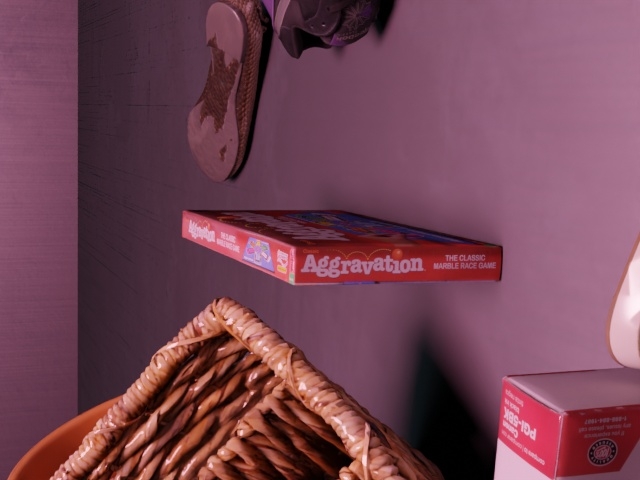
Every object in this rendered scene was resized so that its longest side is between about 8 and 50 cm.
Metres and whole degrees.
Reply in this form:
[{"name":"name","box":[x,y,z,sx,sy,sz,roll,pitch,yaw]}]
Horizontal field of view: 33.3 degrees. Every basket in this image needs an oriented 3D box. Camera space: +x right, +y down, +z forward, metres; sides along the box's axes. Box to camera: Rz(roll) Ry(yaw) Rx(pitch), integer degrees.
[{"name":"basket","box":[-0.061,0.231,0.685,0.299,0.223,0.213,-47,27,0]}]

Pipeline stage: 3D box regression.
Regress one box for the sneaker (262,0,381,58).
[{"name":"sneaker","box":[0.026,-0.221,0.821,0.283,0.107,0.124,162,91,-72]}]

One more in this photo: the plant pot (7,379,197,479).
[{"name":"plant pot","box":[-0.109,0.266,0.949,0.291,0.290,0.204,-153,48,-66]}]

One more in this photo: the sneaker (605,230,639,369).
[{"name":"sneaker","box":[0.182,-0.015,0.450,0.086,0.064,0.192,38,126,54]}]

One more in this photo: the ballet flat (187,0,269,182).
[{"name":"ballet flat","box":[-0.098,-0.166,1.182,0.084,0.058,0.250,35,138,21]}]

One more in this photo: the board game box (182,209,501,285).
[{"name":"board game box","box":[0.000,0.000,0.798,0.281,0.145,0.027,-163,73,-68]}]

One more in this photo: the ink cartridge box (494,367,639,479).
[{"name":"ink cartridge box","box":[0.135,0.134,0.515,0.056,0.099,0.135,-150,62,-66]}]
